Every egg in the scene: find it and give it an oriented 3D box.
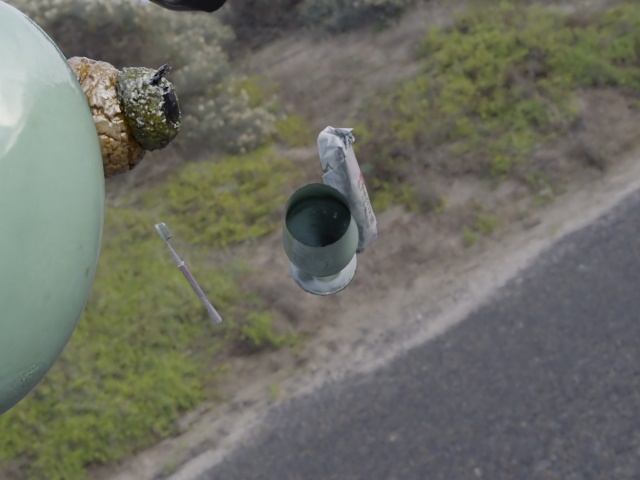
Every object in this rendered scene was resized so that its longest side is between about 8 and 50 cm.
[{"bbox_3d":[-0.324,-0.024,1.029,0.276,0.388,0.276,7,-12,2],"label":"egg"}]

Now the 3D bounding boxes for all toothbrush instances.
[{"bbox_3d":[-0.205,0.052,1.878,0.017,0.194,0.014,-26,24,4],"label":"toothbrush"}]

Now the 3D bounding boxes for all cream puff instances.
[{"bbox_3d":[-0.283,-0.191,1.754,0.169,0.183,0.183,-13,16,16],"label":"cream puff"}]

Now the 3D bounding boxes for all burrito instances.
[{"bbox_3d":[0.035,-0.064,1.587,0.064,0.203,0.064,-9,42,8],"label":"burrito"}]

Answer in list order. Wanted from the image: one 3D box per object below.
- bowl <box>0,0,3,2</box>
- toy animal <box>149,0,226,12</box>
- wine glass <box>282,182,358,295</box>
[{"bbox_3d":[-0.548,-0.210,1.613,0.307,0.307,0.163,-19,52,29],"label":"bowl"},{"bbox_3d":[-0.231,-0.472,1.842,0.187,0.165,0.235,-37,-32,2],"label":"toy animal"},{"bbox_3d":[0.000,0.000,1.450,0.093,0.093,0.202,-27,-17,-5],"label":"wine glass"}]
